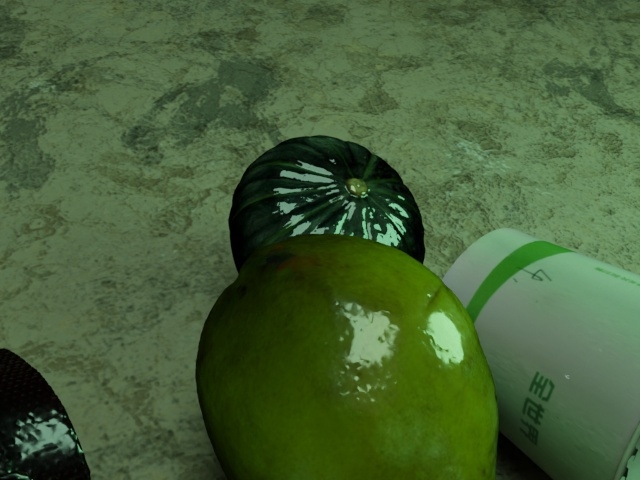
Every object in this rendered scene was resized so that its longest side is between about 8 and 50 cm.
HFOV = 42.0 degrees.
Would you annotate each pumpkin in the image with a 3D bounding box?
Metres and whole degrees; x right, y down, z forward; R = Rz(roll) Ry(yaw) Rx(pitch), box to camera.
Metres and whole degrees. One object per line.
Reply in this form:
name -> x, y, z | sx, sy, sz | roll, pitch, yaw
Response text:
pumpkin -> 0.000, 0.000, 0.986 | 0.250, 0.216, 0.250 | 32, 34, -25

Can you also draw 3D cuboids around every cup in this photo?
cup -> 0.259, 0.127, 0.851 | 0.253, 0.253, 0.274 | -25, 40, -34

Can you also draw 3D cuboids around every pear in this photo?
pear -> 0.025, 0.140, 0.761 | 0.269, 0.269, 0.321 | -22, 55, -32

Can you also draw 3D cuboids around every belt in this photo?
belt -> -0.293, 0.189, 0.663 | 0.164, 0.184, 0.289 | -17, 7, -33
